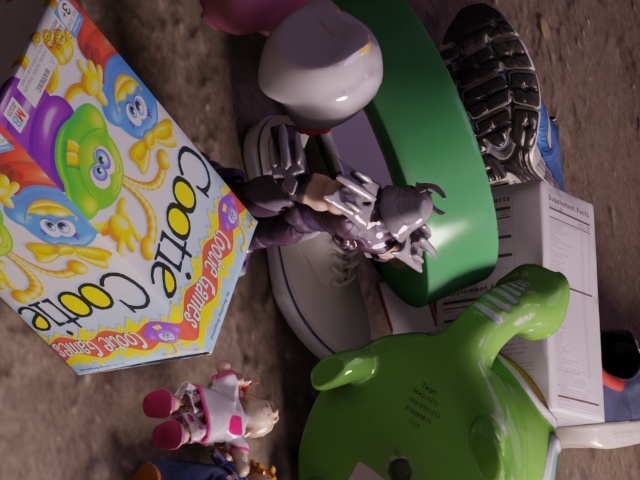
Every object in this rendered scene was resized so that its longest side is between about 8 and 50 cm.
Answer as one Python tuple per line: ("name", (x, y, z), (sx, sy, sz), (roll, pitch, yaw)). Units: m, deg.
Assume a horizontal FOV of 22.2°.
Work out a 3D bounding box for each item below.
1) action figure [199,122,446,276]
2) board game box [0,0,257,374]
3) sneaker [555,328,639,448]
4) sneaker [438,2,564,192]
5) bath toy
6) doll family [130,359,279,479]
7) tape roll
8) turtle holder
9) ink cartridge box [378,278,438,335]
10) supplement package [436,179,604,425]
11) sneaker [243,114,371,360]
("action figure", (-0.019, -0.030, 1.391), (0.185, 0.285, 0.099), (49, 50, -42))
("board game box", (-0.192, -0.039, 1.255), (0.275, 0.142, 0.144), (52, 41, -37))
("sneaker", (0.413, 0.190, 2.165), (0.350, 0.131, 0.148), (2, 83, -58))
("sneaker", (0.220, -0.135, 1.984), (0.147, 0.129, 0.330), (-79, 154, -63))
("bath toy", (-0.055, -0.224, 1.412), (0.348, 0.151, 0.129), (55, -18, 29))
("doll family", (-0.082, 0.241, 1.403), (0.163, 0.118, 0.263), (9, 55, -51))
("tape roll", (0.063, -0.096, 1.558), (0.321, 0.077, 0.321), (156, -90, -79))
("turtle holder", (0.115, 0.183, 1.573), (0.227, 0.243, 0.320), (3, 86, -57))
("ink cartridge box", (0.135, 0.066, 1.822), (0.150, 0.063, 0.109), (-37, 112, -55))
("supplement package", (0.213, 0.074, 1.754), (0.139, 0.133, 0.244), (19, 66, -54))
("sneaker", (0.000, 0.000, 1.585), (0.094, 0.091, 0.258), (-27, 101, -41))
